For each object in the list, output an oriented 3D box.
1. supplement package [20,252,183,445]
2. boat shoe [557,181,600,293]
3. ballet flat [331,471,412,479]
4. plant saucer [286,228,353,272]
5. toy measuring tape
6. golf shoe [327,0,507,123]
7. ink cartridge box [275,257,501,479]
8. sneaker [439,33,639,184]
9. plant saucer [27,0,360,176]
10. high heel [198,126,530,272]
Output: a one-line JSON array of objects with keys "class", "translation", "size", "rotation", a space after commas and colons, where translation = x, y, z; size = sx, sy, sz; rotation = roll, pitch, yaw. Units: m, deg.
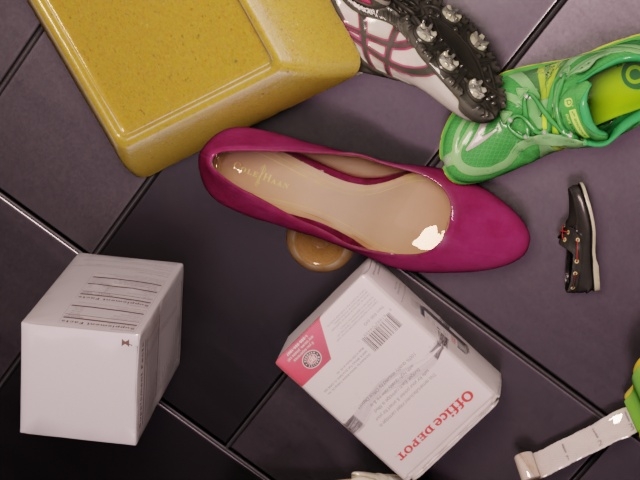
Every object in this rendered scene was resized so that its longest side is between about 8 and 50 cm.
[{"class": "supplement package", "translation": [-0.246, 0.119, 1.939], "size": [0.133, 0.244, 0.139], "rotation": [6, 107, 5]}, {"class": "boat shoe", "translation": [0.292, -0.001, 1.935], "size": [0.042, 0.049, 0.133], "rotation": [-7, 111, 1]}, {"class": "ballet flat", "translation": [0.020, 0.327, 2.033], "size": [0.316, 0.108, 0.106], "rotation": [-7, 137, 9]}, {"class": "plant saucer", "translation": [0.000, 0.000, 1.991], "size": [0.083, 0.015, 0.083], "rotation": [2, 107, 6]}, {"class": "toy measuring tape", "translation": [0.360, 0.185, 1.947], "size": [0.330, 0.121, 0.121], "rotation": [-27, 102, 14]}, {"class": "golf shoe", "translation": [0.089, -0.217, 1.867], "size": [0.273, 0.105, 0.120], "rotation": [46, 131, 8]}, {"class": "ink cartridge box", "translation": [0.083, 0.150, 1.988], "size": [0.218, 0.092, 0.158], "rotation": [43, 107, -5]}, {"class": "sneaker", "translation": [0.261, -0.147, 1.853], "size": [0.295, 0.123, 0.109], "rotation": [-24, 99, 12]}, {"class": "plant saucer", "translation": [-0.174, -0.254, 1.860], "size": [0.332, 0.081, 0.333], "rotation": [-24, 103, 28]}, {"class": "high heel", "translation": [0.049, -0.035, 1.879], "size": [0.377, 0.181, 0.127], "rotation": [11, 94, 4]}]
